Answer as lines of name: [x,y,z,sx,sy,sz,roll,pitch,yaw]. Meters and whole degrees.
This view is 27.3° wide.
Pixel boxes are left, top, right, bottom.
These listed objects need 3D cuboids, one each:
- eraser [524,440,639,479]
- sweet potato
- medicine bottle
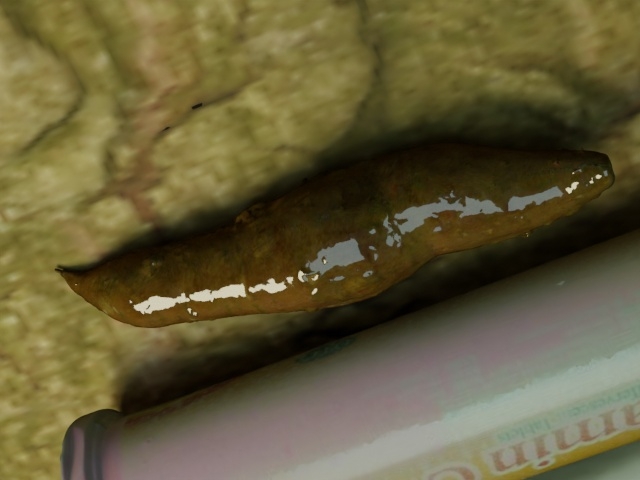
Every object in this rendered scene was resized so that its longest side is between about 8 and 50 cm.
eraser: [0.103,0.209,0.685,0.290,0.104,0.189,-26,109,12]
sweet potato: [0.000,0.000,0.613,0.273,0.067,0.067,-14,114,13]
medicine bottle: [0.093,0.065,0.614,0.426,0.108,0.108,-20,113,10]
